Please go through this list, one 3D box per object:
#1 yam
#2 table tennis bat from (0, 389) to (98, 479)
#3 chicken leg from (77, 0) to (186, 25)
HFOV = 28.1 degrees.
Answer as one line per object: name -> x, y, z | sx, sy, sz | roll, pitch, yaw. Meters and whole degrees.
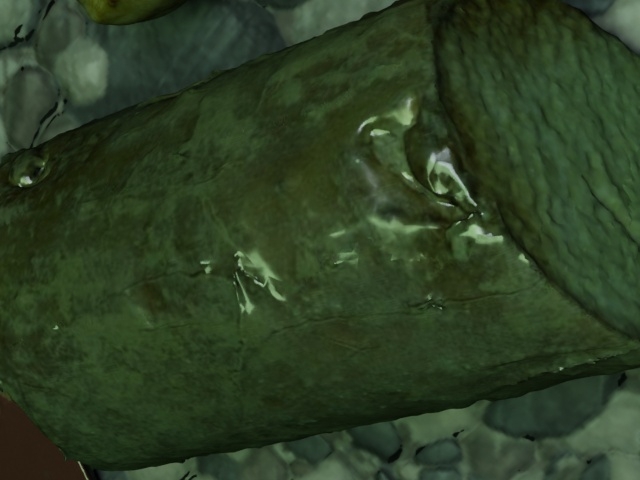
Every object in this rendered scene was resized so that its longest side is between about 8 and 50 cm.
yam -> 0.000, 0.000, 0.542 | 0.304, 0.168, 0.168 | -17, 93, 30
table tennis bat -> -0.197, 0.117, 0.740 | 0.131, 0.022, 0.234 | -26, 90, 29
chicken leg -> -0.052, -0.198, 0.567 | 0.103, 0.088, 0.228 | 50, 119, 27
